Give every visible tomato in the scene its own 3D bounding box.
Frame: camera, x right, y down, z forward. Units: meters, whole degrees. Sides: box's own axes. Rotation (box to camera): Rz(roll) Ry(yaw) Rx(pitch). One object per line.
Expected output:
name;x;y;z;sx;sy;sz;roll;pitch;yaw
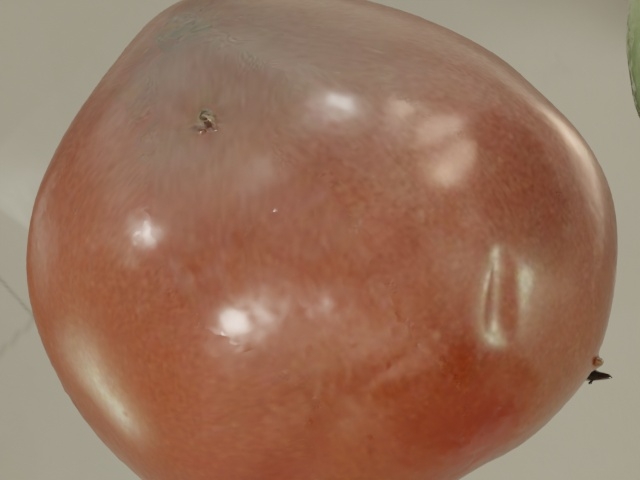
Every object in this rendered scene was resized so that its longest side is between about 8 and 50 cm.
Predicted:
tomato;0.000;0.000;1.024;0.341;0.272;0.341;-15;41;13

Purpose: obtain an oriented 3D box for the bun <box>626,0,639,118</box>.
bun;0.296;-0.106;0.870;0.283;0.179;0.283;0;86;-2
